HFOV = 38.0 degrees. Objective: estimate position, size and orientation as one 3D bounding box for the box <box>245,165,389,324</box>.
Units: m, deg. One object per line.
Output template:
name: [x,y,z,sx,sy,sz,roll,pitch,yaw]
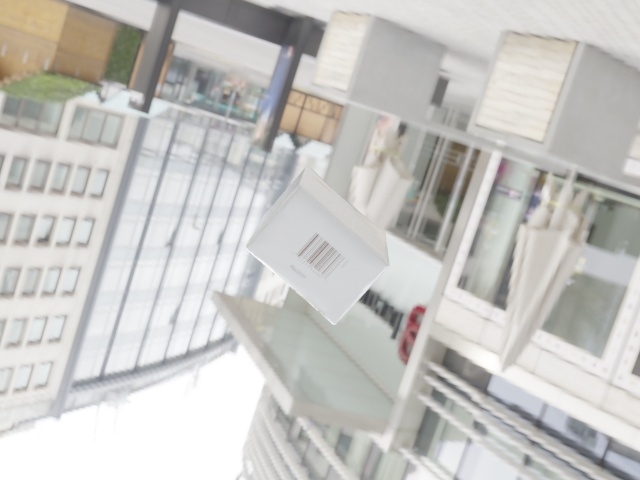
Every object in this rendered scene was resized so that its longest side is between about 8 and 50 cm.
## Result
box: [0.000,0.000,1.049,0.130,0.091,0.170,41,-170,-5]
